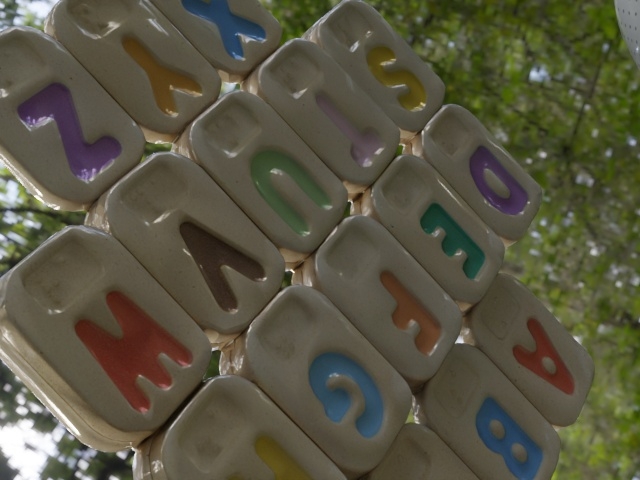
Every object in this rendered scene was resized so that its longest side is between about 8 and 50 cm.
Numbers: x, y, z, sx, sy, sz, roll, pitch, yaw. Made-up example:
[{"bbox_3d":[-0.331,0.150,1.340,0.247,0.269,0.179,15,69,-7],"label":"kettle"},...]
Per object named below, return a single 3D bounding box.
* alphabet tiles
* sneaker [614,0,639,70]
[{"bbox_3d":[0.000,0.000,0.482,0.021,0.278,0.284,-38,7,40],"label":"alphabet tiles"},{"bbox_3d":[0.238,-0.100,0.326,0.322,0.236,0.130,-34,-21,-9],"label":"sneaker"}]
